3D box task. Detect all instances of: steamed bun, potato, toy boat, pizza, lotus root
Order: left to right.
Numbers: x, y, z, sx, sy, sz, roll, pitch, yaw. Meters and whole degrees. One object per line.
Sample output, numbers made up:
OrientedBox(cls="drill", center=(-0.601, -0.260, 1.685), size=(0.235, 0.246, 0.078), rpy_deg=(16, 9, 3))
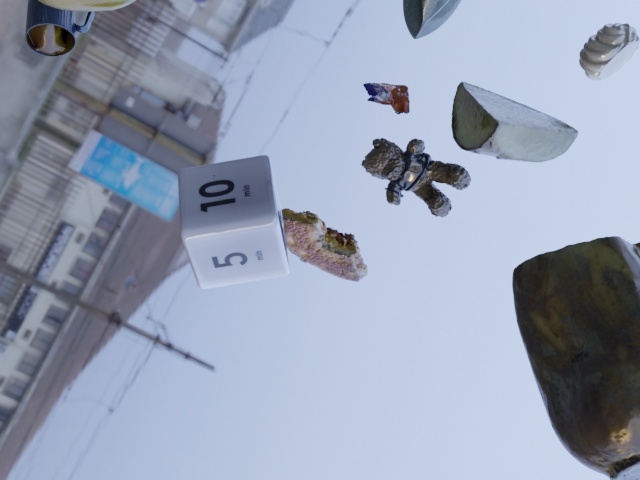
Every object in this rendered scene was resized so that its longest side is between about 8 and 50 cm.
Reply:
OrientedBox(cls="pizza", center=(0.000, 0.000, 2.214), size=(0.161, 0.305, 0.085), rpy_deg=(-29, -148, 50))
OrientedBox(cls="toy boat", center=(0.272, -0.605, 2.090), size=(0.092, 0.141, 0.319), rpy_deg=(-88, -163, -60))
OrientedBox(cls="potato", center=(0.432, -0.227, 2.009), size=(0.269, 0.255, 0.112), rpy_deg=(-104, -149, -60))
OrientedBox(cls="steamed bun", center=(0.791, -0.530, 2.538), size=(0.183, 0.106, 0.183), rpy_deg=(-37, 160, -16))
OrientedBox(cls="lotus root", center=(0.436, 0.176, 1.364), size=(0.250, 0.250, 0.346), rpy_deg=(-42, -132, 47))

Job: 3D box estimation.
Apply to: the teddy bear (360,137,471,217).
OrientedBox(cls="teddy bear", center=(0.223, -0.156, 2.197), size=(0.182, 0.251, 0.129), rpy_deg=(-64, 177, 19))

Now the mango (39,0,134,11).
OrientedBox(cls="mango", center=(-0.373, -0.437, 1.455), size=(0.114, 0.251, 0.156), rpy_deg=(-13, -97, 37))

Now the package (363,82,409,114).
OrientedBox(cls="package", center=(0.150, -0.324, 2.075), size=(0.033, 0.111, 0.077), rpy_deg=(118, -32, -41))

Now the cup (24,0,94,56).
OrientedBox(cls="cup", center=(-0.624, -0.523, 2.192), size=(0.113, 0.150, 0.138), rpy_deg=(-42, -134, 45))

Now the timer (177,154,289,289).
OrientedBox(cls="timer", center=(-0.177, -0.037, 1.891), size=(0.194, 0.195, 0.192), rpy_deg=(82, -1, -51))
